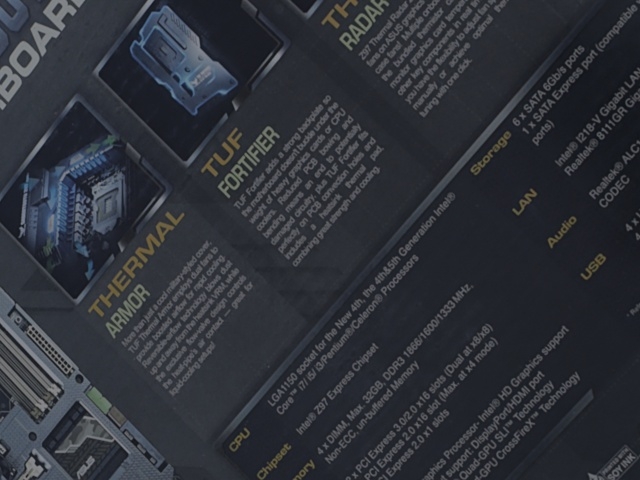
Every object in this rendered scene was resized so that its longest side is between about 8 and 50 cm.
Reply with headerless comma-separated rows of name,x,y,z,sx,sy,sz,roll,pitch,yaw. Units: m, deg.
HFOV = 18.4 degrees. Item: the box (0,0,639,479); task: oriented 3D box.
box,0.000,0.000,0.384,0.183,0.059,0.233,44,110,11
